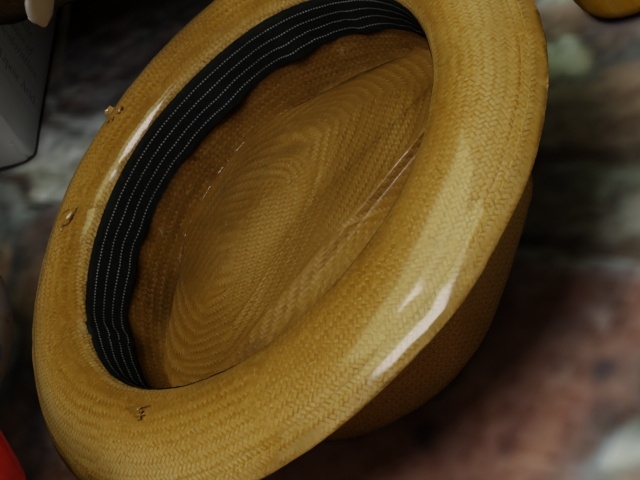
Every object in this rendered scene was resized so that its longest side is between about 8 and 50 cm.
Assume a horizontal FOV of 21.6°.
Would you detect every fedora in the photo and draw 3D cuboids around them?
[{"bbox_3d":[0.000,0.000,0.498,0.194,0.079,0.194,-24,49,32],"label":"fedora"}]

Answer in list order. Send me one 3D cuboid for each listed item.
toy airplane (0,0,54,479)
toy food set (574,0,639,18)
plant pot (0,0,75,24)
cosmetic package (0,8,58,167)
[{"bbox_3d":[-0.223,0.008,0.503,0.386,0.272,0.384,-24,65,34],"label":"toy airplane"},{"bbox_3d":[0.144,-0.185,0.509,0.232,0.104,0.111,-33,44,13],"label":"toy food set"},{"bbox_3d":[-0.030,-0.224,0.609,0.254,0.237,0.237,-12,51,14],"label":"plant pot"},{"bbox_3d":[-0.165,-0.146,0.705,0.085,0.117,0.231,-10,53,18],"label":"cosmetic package"}]
